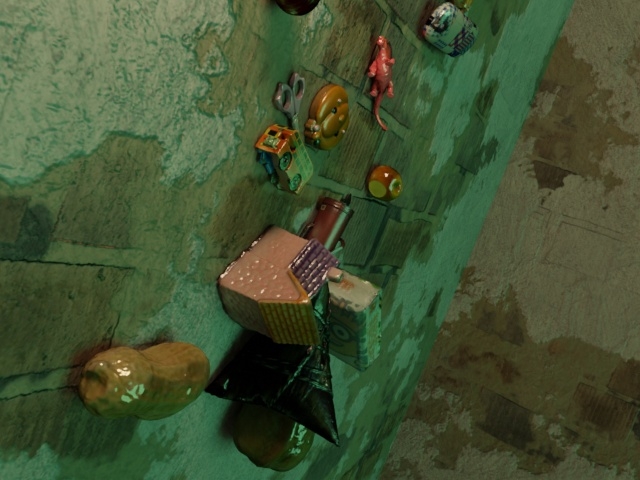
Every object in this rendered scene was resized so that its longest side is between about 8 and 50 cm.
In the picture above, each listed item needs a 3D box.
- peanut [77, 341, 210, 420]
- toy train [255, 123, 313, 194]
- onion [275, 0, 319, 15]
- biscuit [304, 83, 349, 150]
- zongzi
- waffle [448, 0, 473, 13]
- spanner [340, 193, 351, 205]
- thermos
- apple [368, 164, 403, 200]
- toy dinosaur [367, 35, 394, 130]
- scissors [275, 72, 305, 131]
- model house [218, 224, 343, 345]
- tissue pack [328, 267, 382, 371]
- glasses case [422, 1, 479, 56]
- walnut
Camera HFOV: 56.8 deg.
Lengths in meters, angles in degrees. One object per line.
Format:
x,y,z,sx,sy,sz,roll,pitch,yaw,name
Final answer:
-0.349,0.290,1.188,0.291,0.143,0.159,9,93,-60,peanut
-0.081,-0.185,1.375,0.099,0.072,0.188,-62,153,-21,toy train
-0.048,-0.500,1.145,0.119,0.119,0.117,11,69,-63,onion
0.024,-0.301,1.491,0.170,0.050,0.170,-40,143,-40,biscuit
-0.043,0.348,1.569,0.383,0.362,0.319,-51,168,-32,zongzi
0.445,-0.893,1.751,0.304,0.078,0.348,-63,153,-8,waffle
0.036,-0.061,1.748,0.208,0.012,0.046,-54,152,-22,spanner
-0.002,-0.001,1.644,0.124,0.099,0.232,33,83,-32,thermos
0.208,-0.181,1.864,0.099,0.102,0.114,-35,139,-44,apple
0.181,-0.459,1.663,0.286,0.070,0.138,78,21,-52,toy dinosaur
-0.062,-0.283,1.380,0.110,0.021,0.212,-49,149,-36,scissors
-0.076,0.125,1.445,0.237,0.237,0.202,-47,146,-33,model house
0.070,0.231,1.805,0.128,0.228,0.310,-45,147,-34,tissue pack
0.414,-0.655,1.861,0.125,0.076,0.327,-48,160,24,glasses case
-0.119,0.513,1.691,0.227,0.283,0.282,34,79,-22,walnut
